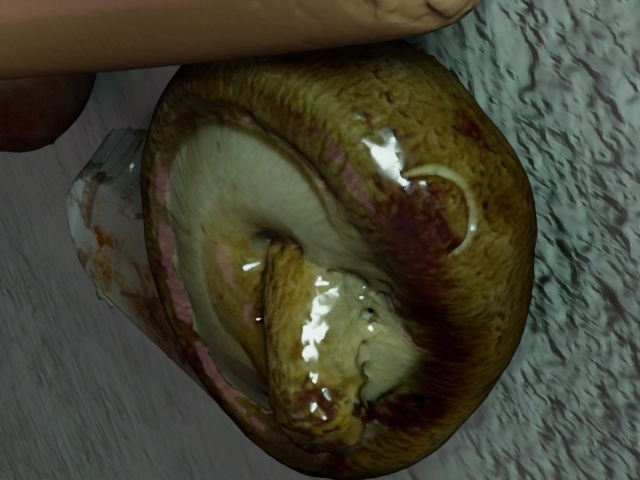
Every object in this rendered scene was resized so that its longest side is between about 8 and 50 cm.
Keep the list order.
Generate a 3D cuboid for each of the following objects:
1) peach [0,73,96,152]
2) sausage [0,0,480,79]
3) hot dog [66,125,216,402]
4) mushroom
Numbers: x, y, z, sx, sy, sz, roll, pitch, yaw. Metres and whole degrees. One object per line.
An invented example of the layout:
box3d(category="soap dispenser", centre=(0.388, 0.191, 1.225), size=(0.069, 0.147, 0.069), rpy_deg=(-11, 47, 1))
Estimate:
box3d(category="peach", centre=(-0.209, -0.115, 1.175), size=(0.152, 0.152, 0.152), rpy_deg=(43, 151, 30))
box3d(category="sausage", centre=(-0.059, -0.115, 0.826), size=(0.289, 0.086, 0.086), rpy_deg=(-3, 121, 28))
box3d(category="hot dog", centre=(-0.053, 0.036, 1.143), size=(0.253, 0.069, 0.131), rpy_deg=(42, 142, 25))
box3d(category="mushroom", centre=(0.013, -0.004, 0.911), size=(0.194, 0.138, 0.231), rpy_deg=(61, 148, 27))
